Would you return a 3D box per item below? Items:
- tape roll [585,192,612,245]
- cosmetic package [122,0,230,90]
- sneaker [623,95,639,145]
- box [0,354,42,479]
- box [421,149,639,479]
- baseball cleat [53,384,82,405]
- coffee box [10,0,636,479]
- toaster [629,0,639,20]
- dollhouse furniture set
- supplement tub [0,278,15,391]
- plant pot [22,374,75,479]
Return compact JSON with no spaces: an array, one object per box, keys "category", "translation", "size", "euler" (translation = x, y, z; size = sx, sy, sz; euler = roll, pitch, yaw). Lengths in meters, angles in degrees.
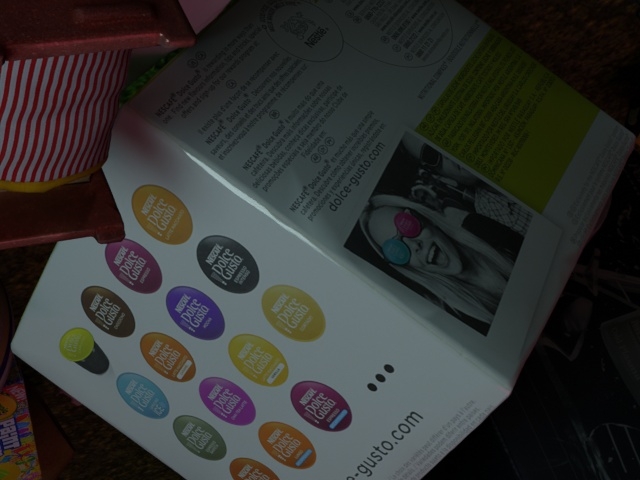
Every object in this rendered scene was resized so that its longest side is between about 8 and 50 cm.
[{"category":"tape roll","translation":[0.201,-0.062,1.417],"size":[0.219,0.219,0.072],"euler":[-10,150,-26]},{"category":"cosmetic package","translation":[-0.241,-0.246,0.762],"size":[0.230,0.161,0.453],"euler":[-35,152,24]},{"category":"sneaker","translation":[0.488,-0.148,1.620],"size":[0.385,0.147,0.145],"euler":[3,101,-63]},{"category":"box","translation":[-0.459,0.169,1.375],"size":[0.279,0.177,0.290],"euler":[-16,154,-16]},{"category":"box","translation":[0.247,0.155,1.573],"size":[0.472,0.480,0.297],"euler":[-2,147,-38]},{"category":"baseball cleat","translation":[-0.252,0.167,1.685],"size":[0.109,0.072,0.206],"euler":[-46,153,15]},{"category":"coffee box","translation":[0.000,0.000,1.100],"size":[0.338,0.334,0.337],"euler":[-53,180,-44]},{"category":"toaster","translation":[0.415,-0.241,1.357],"size":[0.146,0.129,0.227],"euler":[-36,150,16]},{"category":"dollhouse furniture set","translation":[-0.279,-0.083,0.682],"size":[0.374,0.152,0.201],"euler":[-10,153,-24]},{"category":"supplement tub","translation":[-0.400,0.033,1.082],"size":[0.241,0.241,0.331],"euler":[-18,154,-10]},{"category":"plant pot","translation":[-0.436,0.285,1.594],"size":[0.254,0.237,0.237],"euler":[-33,156,-12]}]
